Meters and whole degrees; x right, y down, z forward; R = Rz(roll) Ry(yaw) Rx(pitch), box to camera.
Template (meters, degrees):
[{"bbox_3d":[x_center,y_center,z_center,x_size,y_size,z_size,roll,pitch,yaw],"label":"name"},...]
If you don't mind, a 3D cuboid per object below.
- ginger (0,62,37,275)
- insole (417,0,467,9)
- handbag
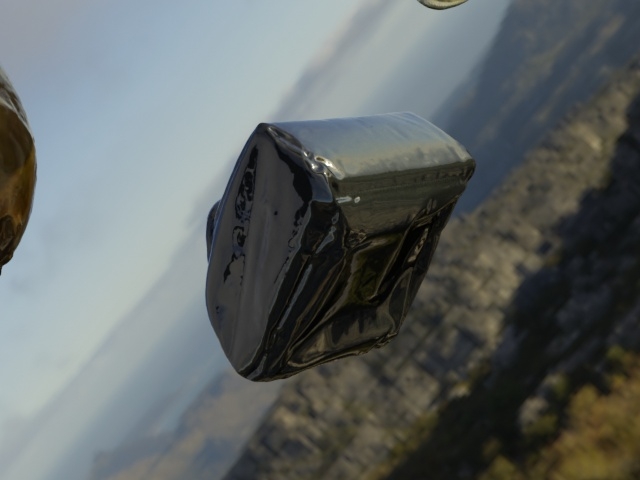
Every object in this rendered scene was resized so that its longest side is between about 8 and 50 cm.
[{"bbox_3d":[-0.334,-0.084,1.289,0.200,0.223,0.269,85,-154,-77],"label":"ginger"},{"bbox_3d":[0.063,-0.306,1.297,0.081,0.248,0.011,-23,-8,-10],"label":"insole"},{"bbox_3d":[-0.002,-0.003,1.660,0.302,0.178,0.275,-13,-43,-54],"label":"handbag"}]
